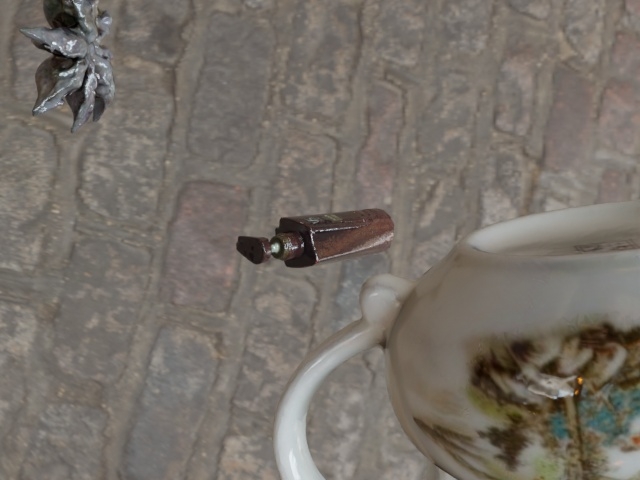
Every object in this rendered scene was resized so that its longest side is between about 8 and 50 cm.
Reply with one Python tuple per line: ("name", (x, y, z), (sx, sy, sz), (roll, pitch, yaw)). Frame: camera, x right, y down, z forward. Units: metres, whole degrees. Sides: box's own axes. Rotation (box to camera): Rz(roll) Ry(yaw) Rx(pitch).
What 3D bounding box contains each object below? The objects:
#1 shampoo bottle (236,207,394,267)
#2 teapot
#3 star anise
("shampoo bottle", (-0.001, -0.002, 1.303), (0.236, 0.068, 0.067), (-9, 93, -49))
("teapot", (0.121, 0.060, 0.451), (0.204, 0.298, 0.139), (-42, 124, -70))
("star anise", (-0.273, -0.209, 1.148), (0.180, 0.061, 0.204), (-55, 149, -58))
